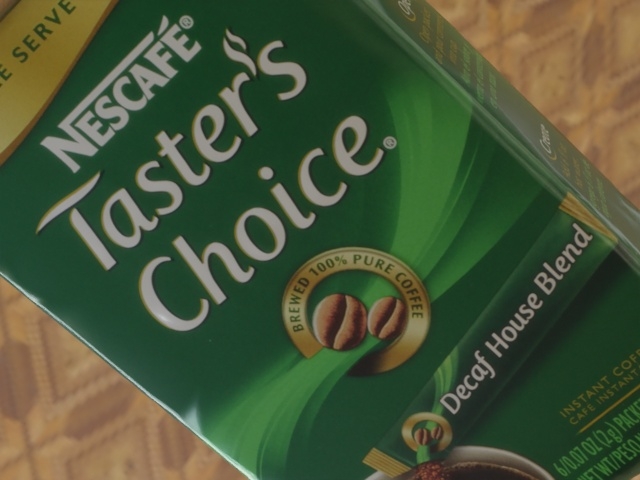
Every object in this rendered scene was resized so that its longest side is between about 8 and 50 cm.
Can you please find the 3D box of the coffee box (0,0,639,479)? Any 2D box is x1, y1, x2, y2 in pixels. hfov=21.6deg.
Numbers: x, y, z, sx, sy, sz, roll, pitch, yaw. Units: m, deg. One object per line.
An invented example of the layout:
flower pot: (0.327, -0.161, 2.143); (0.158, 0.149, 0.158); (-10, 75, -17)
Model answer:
coffee box: (0.000, 0.000, 0.393); (0.113, 0.040, 0.184); (-40, 108, 23)
